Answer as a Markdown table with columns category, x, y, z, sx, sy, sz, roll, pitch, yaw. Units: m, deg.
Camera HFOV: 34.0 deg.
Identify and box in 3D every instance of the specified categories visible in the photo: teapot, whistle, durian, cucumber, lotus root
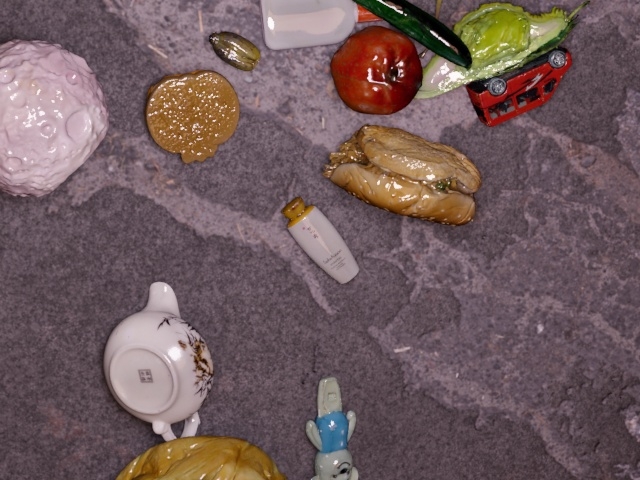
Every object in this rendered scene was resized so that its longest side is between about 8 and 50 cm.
| category | x | y | z | sx | sy | sz | roll | pitch | yaw |
| --- | --- | --- | --- | --- | --- | --- | --- | --- | --- |
| teapot | -0.289 | 0.243 | 1.907 | 0.208 | 0.166 | 0.300 | -7 | 114 | 10 |
| whistle | 0.024 | 0.380 | 2.016 | 0.114 | 0.077 | 0.236 | -8 | 101 | -27 |
| durian | 0.314 | -0.359 | 1.880 | 0.375 | 0.132 | 0.107 | -24 | 124 | 7 |
| cucumber | 0.150 | -0.387 | 1.817 | 0.284 | 0.056 | 0.056 | 33 | 95 | -2 |
| lotus root | -0.153 | -0.336 | 1.841 | 0.099 | 0.049 | 0.054 | 28 | 105 | -15 |

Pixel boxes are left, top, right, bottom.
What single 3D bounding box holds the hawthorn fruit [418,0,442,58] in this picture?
| category | x | y | z | sx | sy | sz | roll | pitch | yaw |
| --- | --- | --- | --- | --- | --- | --- | --- | --- | --- |
| hawthorn fruit | 0.212 | -0.459 | 1.838 | 0.165 | 0.165 | 0.285 | -12 | 120 | -7 |

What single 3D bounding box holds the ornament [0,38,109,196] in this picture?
| category | x | y | z | sx | sy | sz | roll | pitch | yaw |
| --- | --- | --- | --- | --- | --- | --- | --- | --- | --- |
| ornament | -0.481 | -0.208 | 1.710 | 0.259 | 0.259 | 0.225 | -45 | 112 | 2 |

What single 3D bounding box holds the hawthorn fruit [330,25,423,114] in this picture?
| category | x | y | z | sx | sy | sz | roll | pitch | yaw |
| --- | --- | --- | --- | --- | --- | --- | --- | --- | --- |
| hawthorn fruit | 0.105 | -0.291 | 1.819 | 0.157 | 0.194 | 0.157 | -4 | 104 | -15 |

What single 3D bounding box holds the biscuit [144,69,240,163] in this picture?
| category | x | y | z | sx | sy | sz | roll | pitch | yaw |
| --- | --- | --- | --- | --- | --- | --- | --- | --- | --- |
| biscuit | -0.227 | -0.220 | 1.857 | 0.170 | 0.050 | 0.170 | -4 | 110 | -12 |

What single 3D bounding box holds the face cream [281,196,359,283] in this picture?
| category | x | y | z | sx | sy | sz | roll | pitch | yaw |
| --- | --- | --- | --- | --- | --- | --- | --- | --- | --- |
| face cream | 0.000 | 0.000 | 1.938 | 0.072 | 0.051 | 0.182 | -38 | 105 | 4 |

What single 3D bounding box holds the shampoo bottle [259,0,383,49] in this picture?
| category | x | y | z | sx | sy | sz | roll | pitch | yaw |
| --- | --- | --- | --- | --- | --- | --- | --- | --- | --- |
| shampoo bottle | 0.006 | -0.400 | 1.851 | 0.220 | 0.051 | 0.108 | -7 | 98 | -7 |

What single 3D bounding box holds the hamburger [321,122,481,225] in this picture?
| category | x | y | z | sx | sy | sz | roll | pitch | yaw |
| --- | --- | --- | --- | --- | --- | --- | --- | --- | --- |
| hamburger | 0.147 | -0.114 | 1.843 | 0.286 | 0.243 | 0.146 | 20 | 101 | 3 |

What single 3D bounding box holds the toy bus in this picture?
| category | x | y | z | sx | sy | sz | roll | pitch | yaw |
| --- | --- | --- | --- | --- | --- | --- | --- | --- | --- |
| toy bus | 0.372 | -0.289 | 1.924 | 0.195 | 0.081 | 0.089 | -25 | 115 | -3 |

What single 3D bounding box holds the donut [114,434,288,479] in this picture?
| category | x | y | z | sx | sy | sz | roll | pitch | yaw |
| --- | --- | --- | --- | --- | --- | --- | --- | --- | --- |
| donut | -0.223 | 0.511 | 1.918 | 0.360 | 0.170 | 0.360 | -4 | 125 | -6 |
